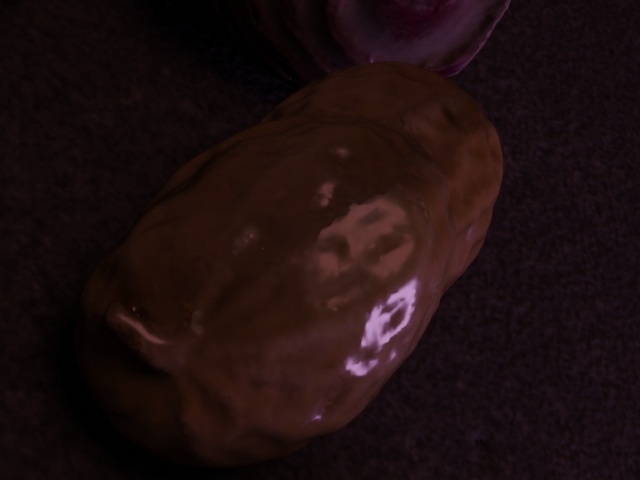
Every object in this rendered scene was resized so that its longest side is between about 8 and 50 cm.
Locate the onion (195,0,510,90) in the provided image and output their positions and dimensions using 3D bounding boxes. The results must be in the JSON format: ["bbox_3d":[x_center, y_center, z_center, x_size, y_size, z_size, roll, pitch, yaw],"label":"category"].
[{"bbox_3d":[0.022,-0.210,0.997,0.207,0.216,0.206,26,40,-17],"label":"onion"}]

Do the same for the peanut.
[{"bbox_3d":[0.006,0.000,0.854,0.291,0.159,0.143,-41,114,-50],"label":"peanut"}]
